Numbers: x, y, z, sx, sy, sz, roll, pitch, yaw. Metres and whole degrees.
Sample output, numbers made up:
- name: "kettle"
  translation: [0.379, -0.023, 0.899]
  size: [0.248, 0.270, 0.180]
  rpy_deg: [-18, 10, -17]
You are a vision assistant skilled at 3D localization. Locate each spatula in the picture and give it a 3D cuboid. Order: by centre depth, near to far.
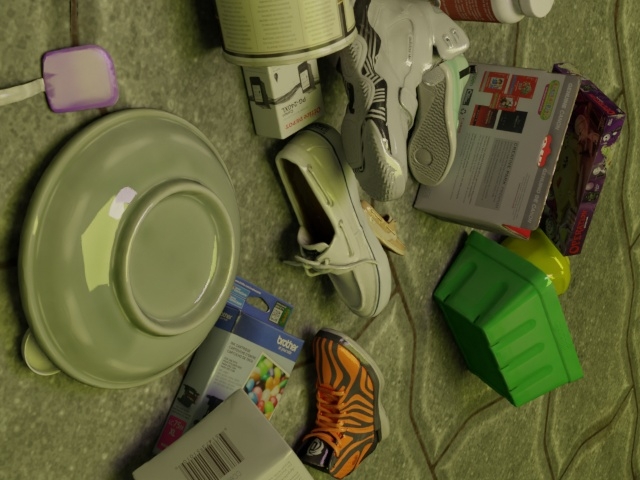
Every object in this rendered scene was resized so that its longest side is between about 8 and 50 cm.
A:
- name: "spatula"
  translation: [-0.377, -0.178, 1.153]
  size: [0.296, 0.030, 0.084]
  rpy_deg: [-24, 118, -43]

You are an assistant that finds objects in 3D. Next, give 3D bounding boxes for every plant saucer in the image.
- name: "plant saucer"
  translation: [-0.224, 0.019, 1.319]
  size: [0.400, 0.100, 0.400]
  rpy_deg: [-16, 110, -51]

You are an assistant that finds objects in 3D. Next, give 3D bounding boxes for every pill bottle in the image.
- name: "pill bottle"
  translation: [0.309, -0.456, 1.726]
  size: [0.121, 0.216, 0.121]
  rpy_deg: [-19, 116, -45]

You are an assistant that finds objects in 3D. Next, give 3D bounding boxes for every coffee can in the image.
- name: "coffee can"
  translation: [-0.065, -0.404, 1.314]
  size: [0.201, 0.201, 0.275]
  rpy_deg: [-34, 126, -39]

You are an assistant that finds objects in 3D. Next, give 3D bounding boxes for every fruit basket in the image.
- name: "fruit basket"
  translation: [0.454, 0.118, 2.071]
  size: [0.392, 0.283, 0.392]
  rpy_deg: [-18, 124, -28]

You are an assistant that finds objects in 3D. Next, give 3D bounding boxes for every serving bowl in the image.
- name: "serving bowl"
  translation: [-0.365, 0.137, 1.270]
  size: [0.083, 0.027, 0.083]
  rpy_deg: [-18, 115, -46]

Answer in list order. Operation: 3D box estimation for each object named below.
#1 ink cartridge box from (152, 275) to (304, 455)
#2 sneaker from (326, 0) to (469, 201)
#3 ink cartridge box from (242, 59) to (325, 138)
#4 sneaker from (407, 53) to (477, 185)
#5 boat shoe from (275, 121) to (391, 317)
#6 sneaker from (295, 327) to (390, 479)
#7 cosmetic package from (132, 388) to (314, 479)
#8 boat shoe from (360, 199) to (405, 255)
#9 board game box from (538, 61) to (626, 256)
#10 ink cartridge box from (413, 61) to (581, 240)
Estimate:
- name: "ink cartridge box"
  translation: [-0.135, 0.229, 1.549]
  size: [0.186, 0.065, 0.311]
  rpy_deg: [34, 74, -50]
- name: "sneaker"
  translation: [0.136, -0.243, 1.510]
  size: [0.210, 0.137, 0.366]
  rpy_deg: [-7, 73, -17]
- name: "ink cartridge box"
  translation: [-0.058, -0.247, 1.482]
  size: [0.109, 0.063, 0.150]
  rpy_deg: [-35, 126, -38]
- name: "sneaker"
  translation: [0.239, -0.237, 1.816]
  size: [0.151, 0.094, 0.256]
  rpy_deg: [-43, 143, -51]
- name: "boat shoe"
  translation: [0.006, 0.000, 1.581]
  size: [0.156, 0.136, 0.367]
  rpy_deg: [-39, 126, -36]
- name: "sneaker"
  translation: [0.028, 0.316, 1.715]
  size: [0.180, 0.124, 0.321]
  rpy_deg: [-46, 133, -32]
- name: "cosmetic package"
  translation: [-0.102, 0.433, 1.502]
  size: [0.217, 0.156, 0.385]
  rpy_deg: [-37, 140, -12]
- name: "boat shoe"
  translation: [0.113, -0.023, 1.755]
  size: [0.170, 0.063, 0.059]
  rpy_deg: [33, 82, -49]
- name: "board game box"
  translation: [0.505, -0.163, 1.948]
  size: [0.056, 0.208, 0.347]
  rpy_deg: [-6, 130, -15]
- name: "ink cartridge box"
  translation: [0.362, -0.170, 1.838]
  size: [0.130, 0.272, 0.309]
  rpy_deg: [20, 87, -51]
